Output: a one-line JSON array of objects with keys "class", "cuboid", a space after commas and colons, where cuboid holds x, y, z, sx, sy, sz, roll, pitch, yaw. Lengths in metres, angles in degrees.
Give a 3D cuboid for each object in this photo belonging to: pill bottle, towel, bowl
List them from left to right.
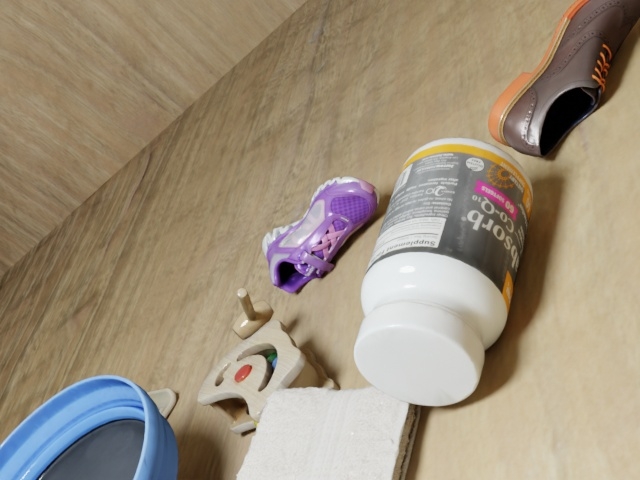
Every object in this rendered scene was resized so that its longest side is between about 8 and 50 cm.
[{"class": "bowl", "cuboid": [-0.339, 0.355, 1.401, 0.391, 0.077, 0.391, -31, 33, 23]}, {"class": "towel", "cuboid": [-0.007, 0.261, 1.147, 0.187, 0.049, 0.282, -6, 41, 24]}, {"class": "pill bottle", "cuboid": [0.134, 0.031, 1.200, 0.162, 0.162, 0.278, -29, 29, 42]}]

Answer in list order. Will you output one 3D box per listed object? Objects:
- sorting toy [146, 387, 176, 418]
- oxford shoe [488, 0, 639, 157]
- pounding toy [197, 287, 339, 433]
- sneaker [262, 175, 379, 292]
[{"class": "sorting toy", "cuboid": [-0.332, 0.334, 1.783, 0.193, 0.038, 0.208, -19, 36, 53]}, {"class": "oxford shoe", "cuboid": [0.329, -0.212, 1.355, 0.271, 0.097, 0.098, -52, 41, 4]}, {"class": "pounding toy", "cuboid": [-0.100, 0.168, 1.437, 0.154, 0.155, 0.269, -45, 21, -1]}, {"class": "sneaker", "cuboid": [0.000, 0.000, 1.632, 0.236, 0.095, 0.104, -40, 29, 35]}]
